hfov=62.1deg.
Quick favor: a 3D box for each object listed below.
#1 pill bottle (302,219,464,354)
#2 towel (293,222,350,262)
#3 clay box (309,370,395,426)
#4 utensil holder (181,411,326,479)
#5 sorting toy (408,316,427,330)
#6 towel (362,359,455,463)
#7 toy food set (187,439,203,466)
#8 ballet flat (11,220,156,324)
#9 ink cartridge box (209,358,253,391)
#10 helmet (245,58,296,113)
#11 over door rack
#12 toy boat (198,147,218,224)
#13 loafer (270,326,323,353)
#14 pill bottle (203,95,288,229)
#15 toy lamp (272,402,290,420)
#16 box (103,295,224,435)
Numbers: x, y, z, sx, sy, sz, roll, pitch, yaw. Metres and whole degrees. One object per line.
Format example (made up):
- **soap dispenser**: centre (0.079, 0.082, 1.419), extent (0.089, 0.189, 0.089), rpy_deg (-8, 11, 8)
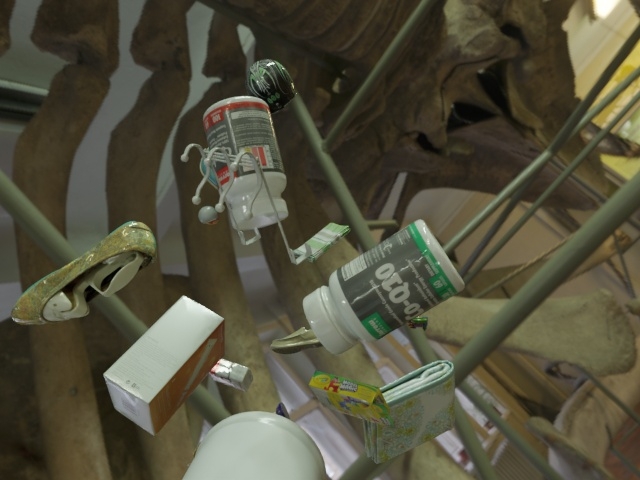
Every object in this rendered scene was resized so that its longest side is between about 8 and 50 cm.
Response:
- **pill bottle**: centre (0.151, 0.123, 1.318), extent (0.361, 0.204, 0.204), rpy_deg (-33, -17, 12)
- **towel**: centre (0.000, 0.000, 1.505), extent (0.152, 0.113, 0.023), rpy_deg (-40, -63, -20)
- **clay box**: centre (0.091, 0.422, 1.415), extent (0.053, 0.222, 0.127), rpy_deg (-61, -37, -33)
- **utensil holder**: centre (-0.172, 0.602, 1.120), extent (0.327, 0.328, 0.385), rpy_deg (-50, 1, 13)
- **sorting toy**: centre (0.291, 0.250, 1.592), extent (0.061, 0.042, 0.102), rpy_deg (1, 0, -5)
- **towel**: centre (0.324, 0.625, 1.932), extent (0.375, 0.090, 0.320), rpy_deg (-18, -56, -17)
- **toy food set**: centre (-0.291, 0.603, 1.517), extent (0.218, 0.128, 0.071), rpy_deg (-55, 6, 40)
- **ballet flat**: centre (-0.500, 0.095, 1.138), extent (0.348, 0.123, 0.123), rpy_deg (-37, -21, -5)
- **ink cartridge box**: centre (-0.344, 0.514, 2.039), extent (0.109, 0.150, 0.063), rpy_deg (85, -155, -54)
- **helmet**: centre (-0.174, -0.526, 1.792), extent (0.169, 0.161, 0.169), rpy_deg (-31, 26, 17)
- **over door rack**: centre (-0.186, -0.073, 1.263), extent (0.108, 0.239, 0.324), rpy_deg (-47, -51, -23)
- **toy boat**: centre (-0.331, -0.194, 1.897), extent (0.318, 0.267, 0.148), rpy_deg (-62, 0, -4)
- **loafer**: centre (-0.090, 0.432, 2.329), extent (0.269, 0.092, 0.102), rpy_deg (-8, -28, -4)
- **pill bottle**: centre (-0.220, -0.229, 1.611), extent (0.210, 0.362, 0.210), rpy_deg (-14, -10, -2)
- **toy lamp**: centre (-0.244, 0.648, 1.836), extent (0.275, 0.080, 0.080), rpy_deg (-25, -21, 0)
- **box**: centre (-0.464, 0.379, 1.639), extent (0.345, 0.168, 0.215), rpy_deg (-50, -20, -40)
